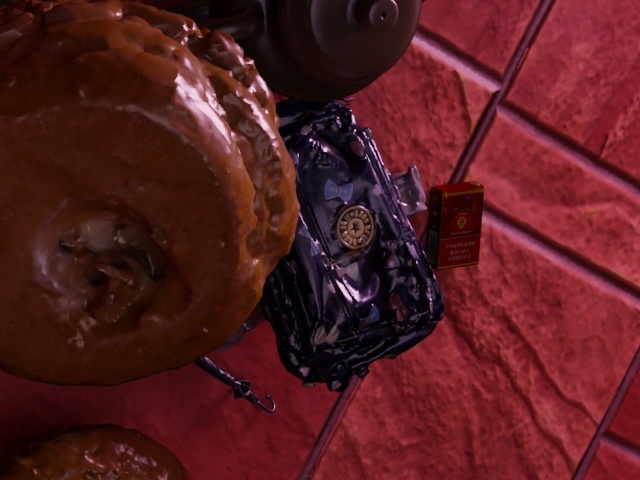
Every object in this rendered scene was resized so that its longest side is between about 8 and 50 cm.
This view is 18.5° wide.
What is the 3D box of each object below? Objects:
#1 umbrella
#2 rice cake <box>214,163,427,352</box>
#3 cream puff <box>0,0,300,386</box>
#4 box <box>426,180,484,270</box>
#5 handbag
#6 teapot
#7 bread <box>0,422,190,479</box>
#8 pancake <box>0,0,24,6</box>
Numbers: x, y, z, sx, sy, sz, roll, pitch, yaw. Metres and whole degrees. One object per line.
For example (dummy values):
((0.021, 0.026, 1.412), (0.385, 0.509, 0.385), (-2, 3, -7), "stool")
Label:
((-0.092, 0.126, 1.827), (0.149, 0.022, 0.022), (34, 44, -36), "umbrella")
((-0.010, 0.016, 1.825), (0.270, 0.049, 0.055), (-37, 100, -18), "rice cake")
((-0.191, -0.044, 1.570), (0.343, 0.231, 0.327), (-27, 121, 9), "cream puff")
((0.131, -0.015, 1.922), (0.051, 0.023, 0.082), (-9, 110, -32), "box")
((0.000, 0.000, 1.745), (0.162, 0.113, 0.260), (-24, 95, -16), "handbag")
((-0.005, -0.205, 1.678), (0.268, 0.175, 0.185), (-18, 112, -28), "teapot")
((-0.214, 0.266, 1.718), (0.240, 0.139, 0.240), (-11, 112, -30), "bread")
((-0.288, -0.286, 1.554), (0.286, 0.033, 0.288), (6, 102, -33), "pancake")
